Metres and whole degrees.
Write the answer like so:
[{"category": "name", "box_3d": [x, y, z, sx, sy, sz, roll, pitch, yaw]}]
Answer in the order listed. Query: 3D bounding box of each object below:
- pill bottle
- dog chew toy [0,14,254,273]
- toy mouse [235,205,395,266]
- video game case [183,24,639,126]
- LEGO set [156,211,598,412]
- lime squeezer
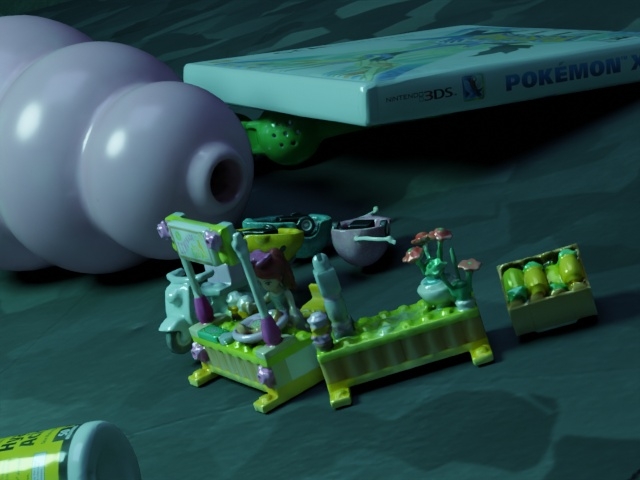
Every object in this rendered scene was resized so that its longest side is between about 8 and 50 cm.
[{"category": "pill bottle", "box_3d": [-0.155, 0.131, 0.807, 0.116, 0.065, 0.065, -13, 19, 19]}, {"category": "dog chew toy", "box_3d": [-0.181, -0.066, 1.230, 0.332, 0.206, 0.206, 11, 33, 43]}, {"category": "toy mouse", "box_3d": [0.000, 0.000, 1.088, 0.161, 0.031, 0.143, 2, 9, 34]}, {"category": "video game case", "box_3d": [0.086, -0.144, 1.326, 0.300, 0.036, 0.329, -11, 14, -26]}, {"category": "LEGO set", "box_3d": [0.006, 0.020, 0.910, 0.287, 0.107, 0.132, -5, 22, 38]}, {"category": "lime squeezer", "box_3d": [-0.042, -0.099, 1.401, 0.310, 0.059, 0.110, -6, 22, 36]}]
